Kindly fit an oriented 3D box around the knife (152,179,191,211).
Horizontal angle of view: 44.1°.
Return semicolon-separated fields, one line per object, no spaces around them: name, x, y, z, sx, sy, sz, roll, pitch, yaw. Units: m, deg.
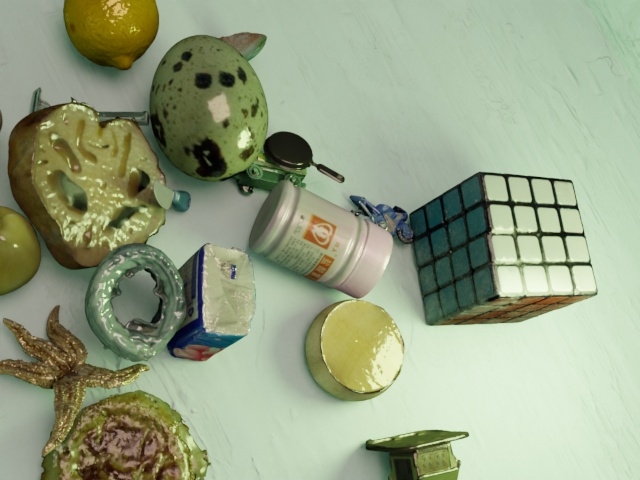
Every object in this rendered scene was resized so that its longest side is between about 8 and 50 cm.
knife;-0.353;-0.099;1.851;0.032;0.244;0.058;14;89;8

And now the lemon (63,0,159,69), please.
lemon;-0.511;-0.542;1.932;0.228;0.228;0.253;8;69;-24

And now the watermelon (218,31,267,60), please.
watermelon;-0.226;-0.515;2.142;0.180;0.081;0.094;-10;96;6

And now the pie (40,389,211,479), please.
pie;-0.410;0.474;1.666;0.355;0.103;0.288;-15;72;-28

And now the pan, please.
pan;-0.038;-0.216;2.075;0.235;0.028;0.136;26;46;-6

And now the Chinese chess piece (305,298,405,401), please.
Chinese chess piece;0.087;0.275;1.988;0.257;0.104;0.257;10;67;-24

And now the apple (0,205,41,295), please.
apple;-0.685;0.019;1.658;0.200;0.200;0.200;9;67;-23

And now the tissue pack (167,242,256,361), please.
tissue pack;-0.250;0.142;1.772;0.137;0.269;0.209;5;68;-26

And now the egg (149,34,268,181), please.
egg;-0.271;-0.325;1.930;0.287;0.287;0.379;7;67;-24

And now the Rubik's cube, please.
Rubik's cube;0.483;0.034;2.141;0.344;0.344;0.337;2;70;-28

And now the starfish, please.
starfish;-0.565;0.272;1.651;0.293;0.084;0.301;35;47;12

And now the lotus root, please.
lotus root;-0.507;-0.118;1.753;0.390;0.111;0.375;29;58;-49

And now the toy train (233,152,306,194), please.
toy train;-0.134;-0.180;2.071;0.200;0.083;0.132;13;55;-22

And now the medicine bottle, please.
medicine bottle;0.000;0.000;1.992;0.316;0.202;0.202;26;62;-15

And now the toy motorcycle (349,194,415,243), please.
toy motorcycle;0.171;-0.057;2.180;0.205;0.076;0.114;16;56;-19

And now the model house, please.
model house;0.249;0.608;1.902;0.218;0.205;0.278;-3;80;-27

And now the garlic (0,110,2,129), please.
garlic;-0.839;-0.255;1.670;0.322;0.241;0.322;25;54;-40

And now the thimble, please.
thimble;-0.393;0.130;1.672;0.205;0.172;0.250;-1;89;-23

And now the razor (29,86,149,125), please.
razor;-0.552;-0.296;1.892;0.278;0.056;0.111;3;66;-8
